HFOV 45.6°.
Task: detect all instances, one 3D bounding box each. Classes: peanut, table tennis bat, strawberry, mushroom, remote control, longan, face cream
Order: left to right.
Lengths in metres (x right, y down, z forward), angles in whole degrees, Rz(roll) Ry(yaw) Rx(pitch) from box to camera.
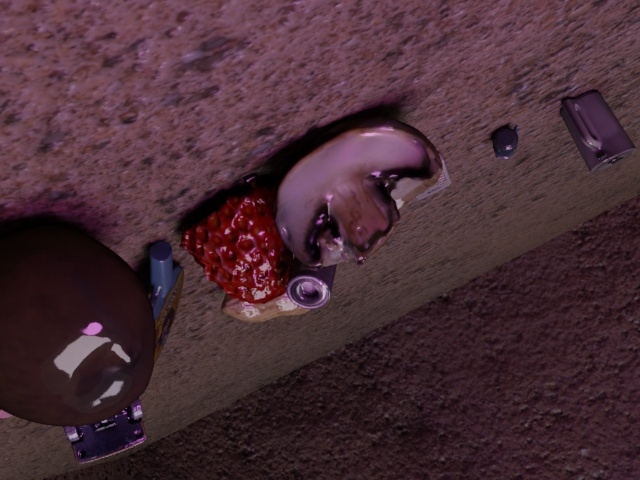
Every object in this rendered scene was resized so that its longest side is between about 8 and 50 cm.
[{"bbox_3d":[-0.377,0.125,1.092,0.288,0.288,0.350,-19,153,-17],"label":"longan"},{"bbox_3d":[-0.301,0.124,1.412,0.329,0.044,0.215,107,3,-47],"label":"table tennis bat"},{"bbox_3d":[-0.107,0.013,1.288,0.234,0.178,0.234,-28,170,-5],"label":"strawberry"},{"bbox_3d":[-0.109,0.125,1.773,0.257,0.123,0.123,-7,158,-37],"label":"peanut"},{"bbox_3d":[0.000,0.000,1.309,0.073,0.073,0.283,-33,-155,30],"label":"face cream"},{"bbox_3d":[0.051,-0.080,1.210,0.267,0.189,0.164,-49,176,4],"label":"mushroom"},{"bbox_3d":[0.223,-0.129,1.577,0.087,0.029,0.190,-26,165,8],"label":"remote control"}]

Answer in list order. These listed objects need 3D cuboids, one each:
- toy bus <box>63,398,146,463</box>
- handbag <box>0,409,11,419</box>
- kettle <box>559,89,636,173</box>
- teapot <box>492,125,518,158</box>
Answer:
[{"bbox_3d":[-0.417,0.243,1.381,0.139,0.289,0.157,-18,175,-20],"label":"toy bus"},{"bbox_3d":[-0.585,0.274,1.536,0.205,0.116,0.179,-12,162,-41],"label":"handbag"},{"bbox_3d":[0.551,-0.219,1.548,0.127,0.148,0.098,-20,166,-20],"label":"kettle"},{"bbox_3d":[0.374,-0.204,1.542,0.049,0.063,0.083,6,172,10],"label":"teapot"}]
